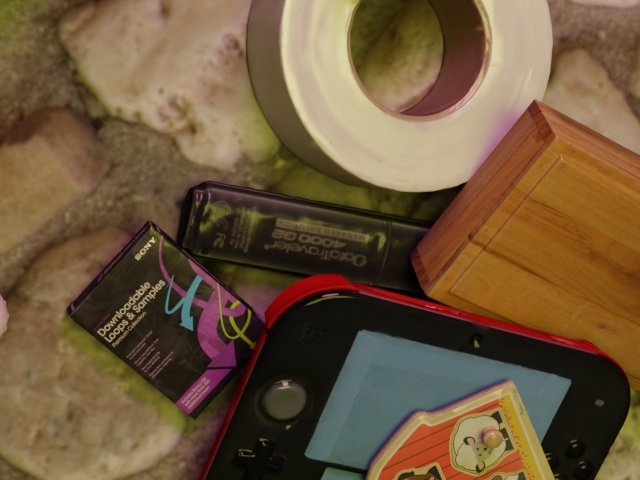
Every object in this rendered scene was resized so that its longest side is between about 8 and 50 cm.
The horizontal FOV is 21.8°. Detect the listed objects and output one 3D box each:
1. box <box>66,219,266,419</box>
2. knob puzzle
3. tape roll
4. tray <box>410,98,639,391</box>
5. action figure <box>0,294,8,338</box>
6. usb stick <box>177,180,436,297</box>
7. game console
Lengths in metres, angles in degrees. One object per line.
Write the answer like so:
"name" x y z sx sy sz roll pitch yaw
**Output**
"box" -0.139 0.075 1.549 0.162 0.029 0.116 41 93 -18
"knob puzzle" 0.124 0.240 1.573 0.213 0.030 0.213 -6 120 -12
"tape roll" 0.076 -0.189 1.587 0.286 0.100 0.286 -2 95 -21
"tray" 0.313 0.036 1.638 0.411 0.076 0.203 24 117 -29
"action figure" -0.385 0.255 1.435 0.276 0.248 0.370 -50 132 -55
"usb stick" 0.000 0.000 1.603 0.278 0.045 0.077 10 99 -22
"game console" 0.082 0.218 1.592 0.386 0.060 0.342 15 107 -21
